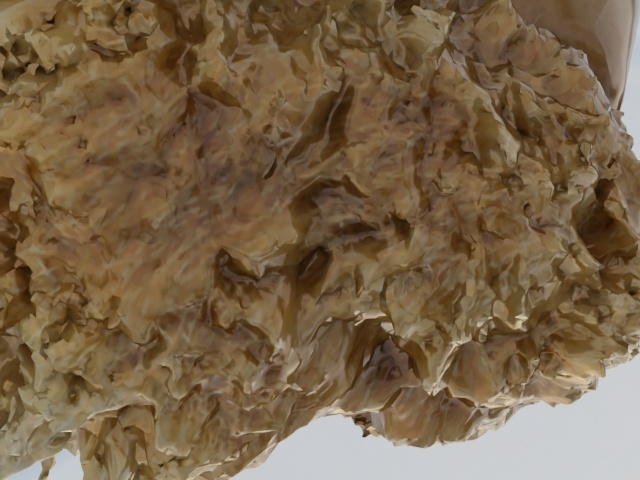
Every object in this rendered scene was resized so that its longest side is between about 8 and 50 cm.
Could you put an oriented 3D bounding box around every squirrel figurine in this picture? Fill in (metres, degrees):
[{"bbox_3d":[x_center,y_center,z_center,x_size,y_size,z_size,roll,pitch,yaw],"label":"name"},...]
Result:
[{"bbox_3d":[-0.045,-0.113,0.532,0.281,0.397,0.370,-32,141,20],"label":"squirrel figurine"}]
